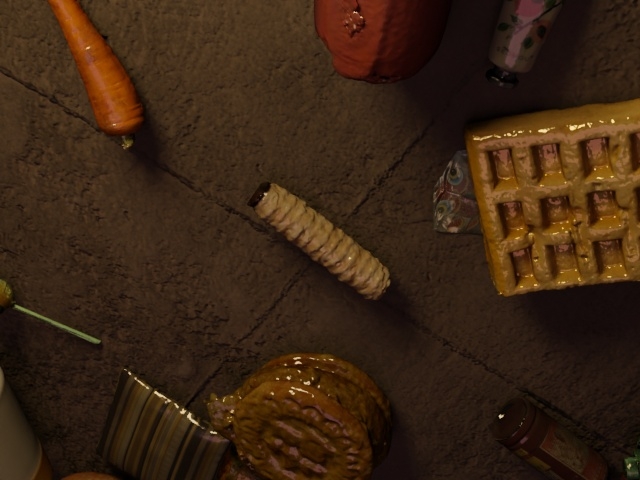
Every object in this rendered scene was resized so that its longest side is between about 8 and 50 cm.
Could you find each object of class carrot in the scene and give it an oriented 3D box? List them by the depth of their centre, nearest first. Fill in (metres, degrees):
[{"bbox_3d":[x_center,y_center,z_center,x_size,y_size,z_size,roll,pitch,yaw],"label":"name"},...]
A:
[{"bbox_3d":[-0.277,-0.229,1.210,0.061,0.061,0.257,-13,113,22],"label":"carrot"},{"bbox_3d":[-0.088,0.380,1.599,0.173,0.082,0.082,26,128,-10],"label":"carrot"}]

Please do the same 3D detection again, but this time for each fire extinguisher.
[{"bbox_3d":[0.371,0.313,1.437,0.252,0.075,0.106,37,126,-14],"label":"fire extinguisher"}]

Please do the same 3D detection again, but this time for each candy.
[{"bbox_3d":[-0.422,0.115,1.505,0.202,0.061,0.061,27,129,-18],"label":"candy"}]

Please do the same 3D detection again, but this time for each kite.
[{"bbox_3d":[0.250,-0.031,1.249,0.229,0.016,0.127,20,132,2],"label":"kite"}]

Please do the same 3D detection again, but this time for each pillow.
[{"bbox_3d":[-0.251,0.324,1.602,0.212,0.052,0.208,31,126,10],"label":"pillow"}]

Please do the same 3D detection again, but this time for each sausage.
[{"bbox_3d":[0.068,-0.285,1.014,0.152,0.152,0.280,11,131,6],"label":"sausage"}]

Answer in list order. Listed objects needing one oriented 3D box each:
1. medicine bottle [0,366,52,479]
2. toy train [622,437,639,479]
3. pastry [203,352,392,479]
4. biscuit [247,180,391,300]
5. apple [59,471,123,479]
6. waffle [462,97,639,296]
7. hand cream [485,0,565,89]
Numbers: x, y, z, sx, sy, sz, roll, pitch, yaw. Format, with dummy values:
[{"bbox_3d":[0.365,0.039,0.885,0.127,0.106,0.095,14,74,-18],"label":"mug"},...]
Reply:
[{"bbox_3d":[-0.573,0.332,1.582,0.237,0.238,0.232,-4,124,17],"label":"medicine bottle"},{"bbox_3d":[0.522,0.324,1.394,0.200,0.083,0.132,-7,125,10],"label":"toy train"},{"bbox_3d":[-0.014,0.272,1.481,0.235,0.132,0.240,-17,115,34],"label":"pastry"},{"bbox_3d":[0.000,0.000,1.306,0.219,0.055,0.061,38,162,-14],"label":"biscuit"},{"bbox_3d":[-0.392,0.500,1.698,0.211,0.188,0.211,5,125,7],"label":"apple"},{"bbox_3d":[0.303,-0.048,1.179,0.247,0.055,0.221,-7,119,18],"label":"waffle"},{"bbox_3d":[0.232,-0.269,1.055,0.080,0.050,0.234,20,122,3],"label":"hand cream"}]
